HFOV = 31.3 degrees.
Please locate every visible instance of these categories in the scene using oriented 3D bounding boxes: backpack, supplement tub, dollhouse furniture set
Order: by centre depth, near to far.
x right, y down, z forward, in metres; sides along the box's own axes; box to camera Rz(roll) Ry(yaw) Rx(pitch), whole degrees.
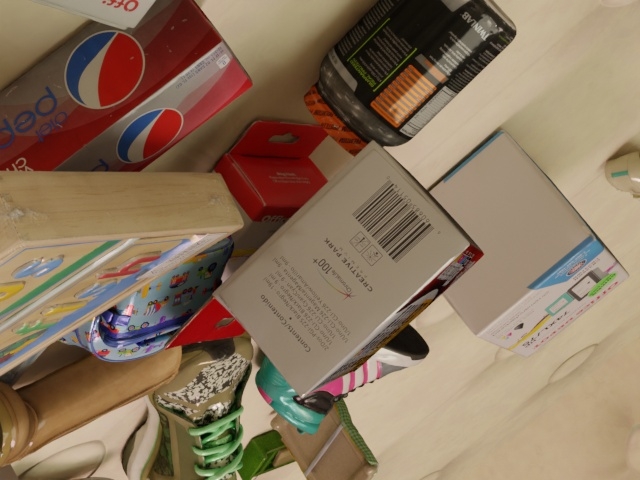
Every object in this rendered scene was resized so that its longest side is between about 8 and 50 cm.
[{"bbox_3d":[0.081,-0.171,1.081,0.190,0.117,0.117,-43,155,16],"label":"supplement tub"},{"bbox_3d":[-0.177,0.048,1.100,0.158,0.117,0.173,-11,133,-45],"label":"backpack"},{"bbox_3d":[0.019,0.341,1.821,0.151,0.197,0.301,-12,147,-40],"label":"dollhouse furniture set"}]

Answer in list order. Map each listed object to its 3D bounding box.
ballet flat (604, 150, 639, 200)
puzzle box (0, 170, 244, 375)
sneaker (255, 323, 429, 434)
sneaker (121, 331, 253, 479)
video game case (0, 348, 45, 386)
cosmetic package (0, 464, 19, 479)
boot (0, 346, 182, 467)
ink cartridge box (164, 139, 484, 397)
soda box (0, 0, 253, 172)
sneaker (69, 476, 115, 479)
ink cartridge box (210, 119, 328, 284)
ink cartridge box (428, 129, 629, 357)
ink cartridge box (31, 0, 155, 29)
[{"bbox_3d":[0.529,-0.101,1.869,0.086,0.086,0.248,-46,153,21],"label":"ballet flat"},{"bbox_3d":[-0.285,0.066,0.876,0.409,0.052,0.272,-31,169,25],"label":"puzzle box"},{"bbox_3d":[0.018,0.194,1.639,0.295,0.124,0.178,7,127,-46],"label":"sneaker"},{"bbox_3d":[-0.140,0.263,1.488,0.158,0.182,0.410,-22,152,-29],"label":"sneaker"},{"bbox_3d":[-0.330,0.090,1.120,0.201,0.023,0.183,-47,154,21],"label":"video game case"},{"bbox_3d":[-0.434,0.333,1.296,0.107,0.127,0.238,-2,137,-52],"label":"cosmetic package"},{"bbox_3d":[-0.261,0.155,1.201,0.269,0.089,0.236,-24,175,-36],"label":"boot"},{"bbox_3d":[0.018,0.054,1.143,0.272,0.130,0.309,-43,171,7],"label":"ink cartridge box"},{"bbox_3d":[-0.189,-0.089,0.899,0.263,0.092,0.083,-37,158,1],"label":"soda box"},{"bbox_3d":[-0.352,0.364,1.459,0.262,0.099,0.121,-15,167,-40],"label":"sneaker"},{"bbox_3d":[-0.072,-0.017,1.201,0.134,0.078,0.231,-3,140,-52],"label":"ink cartridge box"},{"bbox_3d":[0.266,0.015,1.561,0.198,0.197,0.270,-41,156,11],"label":"ink cartridge box"},{"bbox_3d":[-0.130,-0.235,0.738,0.175,0.072,0.127,-46,154,21],"label":"ink cartridge box"}]
